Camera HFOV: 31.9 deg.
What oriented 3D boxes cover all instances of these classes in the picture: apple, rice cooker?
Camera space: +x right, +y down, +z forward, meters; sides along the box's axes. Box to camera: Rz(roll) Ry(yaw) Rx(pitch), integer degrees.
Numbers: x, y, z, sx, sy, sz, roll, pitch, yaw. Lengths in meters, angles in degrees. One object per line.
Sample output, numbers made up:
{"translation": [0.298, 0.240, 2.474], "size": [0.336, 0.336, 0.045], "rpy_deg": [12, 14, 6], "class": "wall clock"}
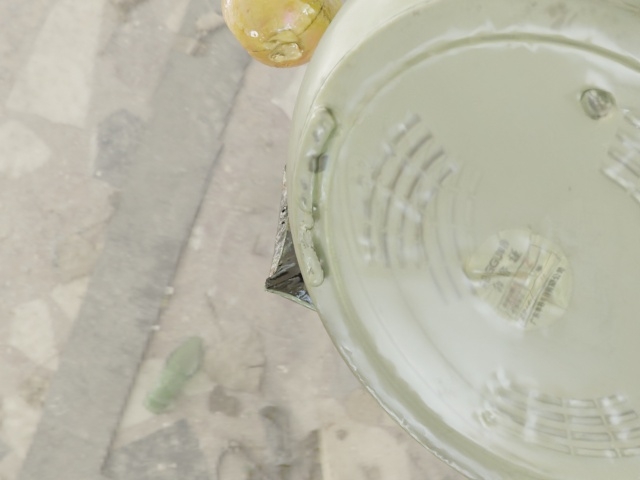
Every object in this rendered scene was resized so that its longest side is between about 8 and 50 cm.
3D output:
{"translation": [-0.047, -0.265, 1.283], "size": [0.146, 0.146, 0.146], "rpy_deg": [-3, 81, 19], "class": "apple"}
{"translation": [0.181, -0.054, 0.593], "size": [0.335, 0.325, 0.335], "rpy_deg": [19, 126, 28], "class": "rice cooker"}

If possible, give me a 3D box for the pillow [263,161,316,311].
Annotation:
{"translation": [0.000, 0.000, 0.923], "size": [0.090, 0.048, 0.150], "rpy_deg": [17, 51, -13], "class": "pillow"}
